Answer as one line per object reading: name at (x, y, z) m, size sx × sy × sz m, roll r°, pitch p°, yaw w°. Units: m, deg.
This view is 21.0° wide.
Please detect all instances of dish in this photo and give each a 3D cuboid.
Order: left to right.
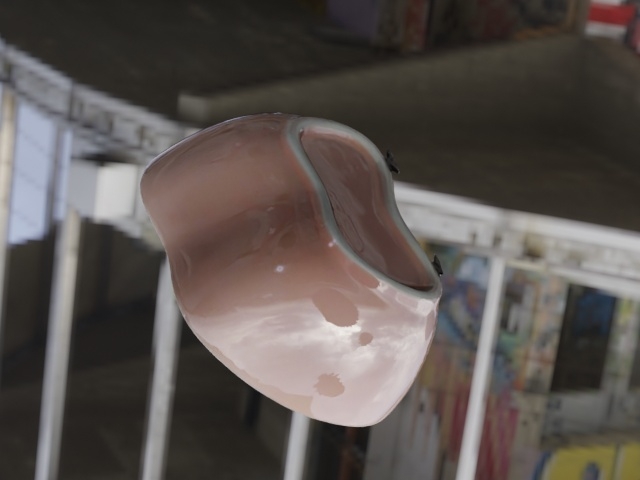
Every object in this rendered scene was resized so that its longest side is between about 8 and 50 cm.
dish at (0.000, 0.000, 1.035) m, size 0.213 × 0.090 × 0.213 m, roll 36°, pitch -150°, yaw -25°
